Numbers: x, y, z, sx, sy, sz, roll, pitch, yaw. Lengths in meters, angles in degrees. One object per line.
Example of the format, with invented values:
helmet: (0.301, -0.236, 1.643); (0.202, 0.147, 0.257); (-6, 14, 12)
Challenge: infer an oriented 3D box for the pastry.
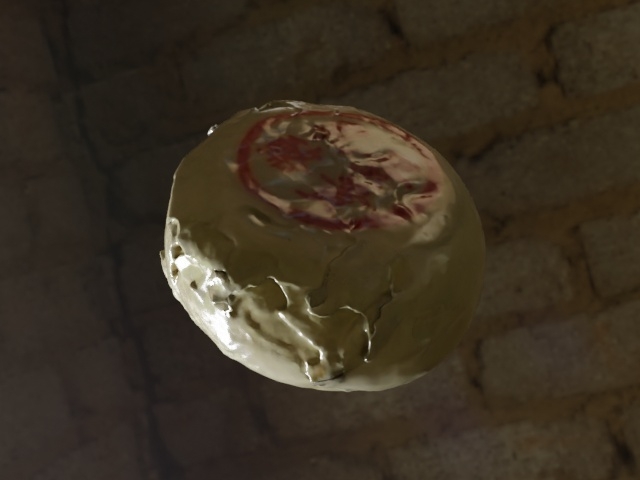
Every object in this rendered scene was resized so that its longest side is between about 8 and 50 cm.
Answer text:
pastry: (0.002, 0.001, 0.951); (0.265, 0.265, 0.133); (-15, 137, -25)
